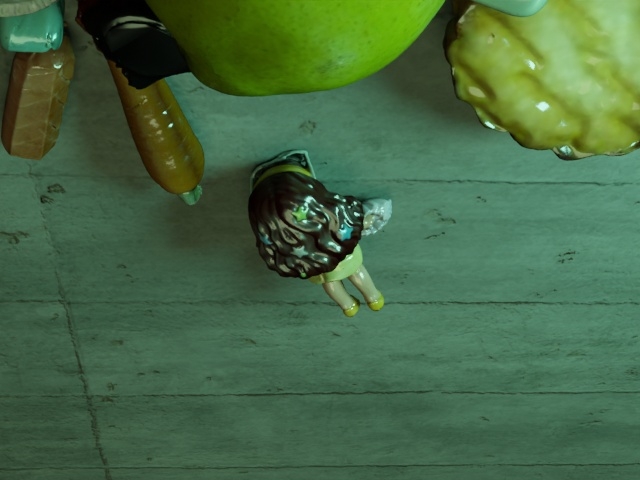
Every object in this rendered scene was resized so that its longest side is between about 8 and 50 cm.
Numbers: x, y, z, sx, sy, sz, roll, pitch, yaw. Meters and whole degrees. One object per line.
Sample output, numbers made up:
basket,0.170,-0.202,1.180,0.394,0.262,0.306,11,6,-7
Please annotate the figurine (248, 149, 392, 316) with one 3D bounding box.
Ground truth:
figurine,-0.001,0.000,1.234,0.175,0.115,0.240,-20,138,21

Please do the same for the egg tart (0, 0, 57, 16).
egg tart,-0.276,-0.257,0.733,0.234,0.094,0.234,6,131,6

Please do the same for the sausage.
sausage,-0.298,-0.159,1.068,0.065,0.065,0.169,11,140,-16

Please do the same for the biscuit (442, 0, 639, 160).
biscuit,0.284,-0.219,0.997,0.326,0.107,0.325,0,137,0

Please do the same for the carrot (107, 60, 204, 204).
carrot,-0.189,-0.162,1.081,0.069,0.069,0.336,-10,134,9

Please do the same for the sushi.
sushi,-0.150,-0.226,0.925,0.153,0.150,0.172,-4,141,1

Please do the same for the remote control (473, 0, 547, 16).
remote control,0.063,-0.282,0.883,0.310,0.038,0.090,21,130,2

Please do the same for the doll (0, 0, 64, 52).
doll,-0.254,-0.247,0.879,0.059,0.159,0.158,0,109,-12

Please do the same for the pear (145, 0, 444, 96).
pear,0.000,-0.284,0.722,0.287,0.287,0.375,33,105,-35
